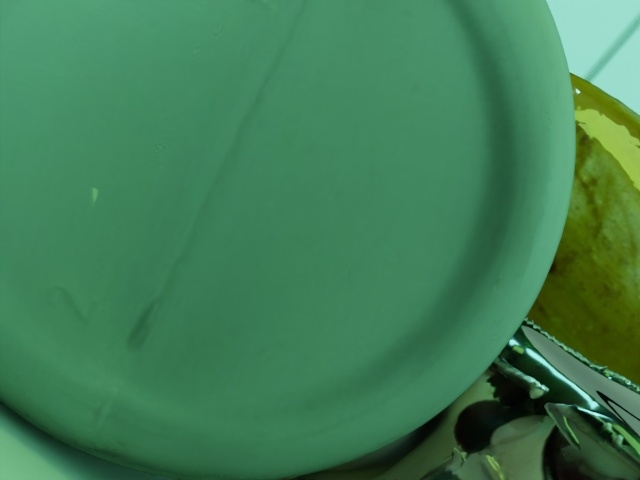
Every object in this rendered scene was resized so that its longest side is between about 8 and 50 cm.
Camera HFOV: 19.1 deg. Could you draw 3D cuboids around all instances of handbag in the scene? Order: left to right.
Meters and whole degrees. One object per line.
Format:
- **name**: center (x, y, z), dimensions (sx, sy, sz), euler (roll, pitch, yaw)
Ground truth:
- **handbag**: center (0.087, 0.113, 0.644), dimensions (0.205, 0.116, 0.179), euler (38, 8, -34)

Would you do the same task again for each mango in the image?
- **mango**: center (0.095, 0.015, 0.855), dimensions (0.257, 0.187, 0.138), euler (63, 19, 5)

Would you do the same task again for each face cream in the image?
- **face cream**: center (-0.031, -0.041, 0.616), dimensions (0.201, 0.201, 0.187), euler (40, 6, -10)
